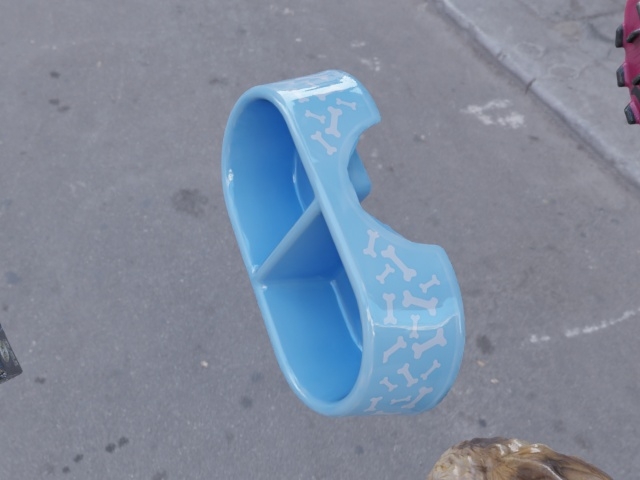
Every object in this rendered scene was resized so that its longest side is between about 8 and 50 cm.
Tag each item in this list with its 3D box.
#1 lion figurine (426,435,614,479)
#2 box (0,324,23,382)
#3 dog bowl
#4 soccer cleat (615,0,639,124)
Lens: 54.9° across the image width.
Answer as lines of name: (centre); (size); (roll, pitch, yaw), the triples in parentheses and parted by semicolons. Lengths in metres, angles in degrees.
lion figurine: (0.202, 0.210, 0.379); (0.142, 0.392, 0.240); (-39, 75, -20)
box: (-0.455, 0.106, 0.700); (0.147, 0.077, 0.180); (-25, 87, -15)
dog bowl: (0.000, 0.000, 0.488); (0.074, 0.166, 0.297); (-7, 65, -34)
soccer cleat: (0.399, -0.110, 0.602); (0.143, 0.116, 0.331); (-13, 80, 7)
